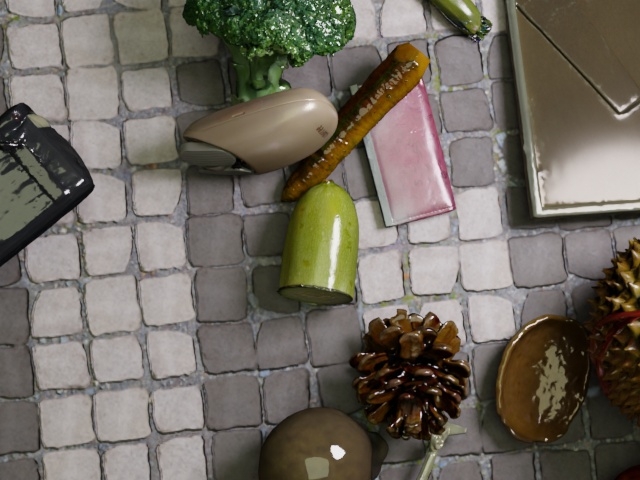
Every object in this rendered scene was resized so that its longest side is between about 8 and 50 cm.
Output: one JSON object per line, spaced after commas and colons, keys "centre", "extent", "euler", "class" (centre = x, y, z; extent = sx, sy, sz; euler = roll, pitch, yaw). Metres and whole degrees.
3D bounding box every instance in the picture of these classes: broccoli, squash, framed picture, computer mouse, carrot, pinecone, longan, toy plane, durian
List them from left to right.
{"centre": [-0.089, -0.153, 1.714], "extent": [0.237, 0.145, 0.081], "euler": [-17, 71, 12], "class": "computer mouse"}
{"centre": [-0.080, -0.315, 1.717], "extent": [0.270, 0.270, 0.270], "euler": [10, 114, -3], "class": "broccoli"}
{"centre": [0.000, 0.000, 1.737], "extent": [0.123, 0.123, 0.186], "euler": [6, 81, -4], "class": "squash"}
{"centre": [0.009, 0.333, 1.683], "extent": [0.204, 0.159, 0.184], "euler": [-19, 100, -26], "class": "longan"}
{"centre": [0.048, -0.173, 1.773], "extent": [0.066, 0.066, 0.314], "euler": [41, 96, 1], "class": "carrot"}
{"centre": [0.132, 0.201, 1.701], "extent": [0.179, 0.150, 0.195], "euler": [-5, 61, 7], "class": "pinecone"}
{"centre": [0.135, 0.400, 1.714], "extent": [0.092, 0.108, 0.286], "euler": [13, 78, 38], "class": "toy plane"}
{"centre": [0.198, -0.387, 1.829], "extent": [0.183, 0.052, 0.052], "euler": [44, 82, -2], "class": "squash"}
{"centre": [0.464, -0.257, 1.824], "extent": [0.326, 0.028, 0.445], "euler": [-3, 78, -4], "class": "framed picture"}
{"centre": [0.555, 0.129, 1.650], "extent": [0.348, 0.384, 0.347], "euler": [12, 118, 24], "class": "durian"}

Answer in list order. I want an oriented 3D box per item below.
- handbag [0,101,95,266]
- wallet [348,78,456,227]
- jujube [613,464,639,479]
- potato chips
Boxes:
{"centre": [-0.474, -0.073, 1.678], "extent": [0.254, 0.181, 0.181], "euler": [-40, 95, -8], "class": "handbag"}
{"centre": [0.130, -0.145, 1.807], "extent": [0.119, 0.025, 0.232], "euler": [-13, 85, -5], "class": "wallet"}
{"centre": [0.557, 0.402, 1.709], "extent": [0.251, 0.174, 0.174], "euler": [6, 83, 2], "class": "jujube"}
{"centre": [0.339, 0.213, 1.773], "extent": [0.150, 0.049, 0.201], "euler": [12, 81, -8], "class": "potato chips"}
